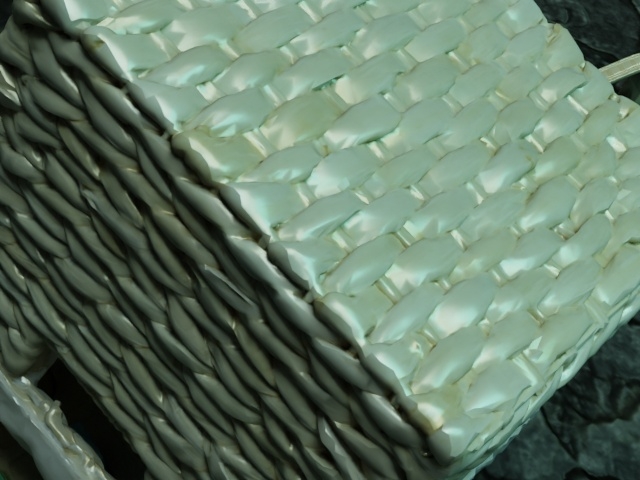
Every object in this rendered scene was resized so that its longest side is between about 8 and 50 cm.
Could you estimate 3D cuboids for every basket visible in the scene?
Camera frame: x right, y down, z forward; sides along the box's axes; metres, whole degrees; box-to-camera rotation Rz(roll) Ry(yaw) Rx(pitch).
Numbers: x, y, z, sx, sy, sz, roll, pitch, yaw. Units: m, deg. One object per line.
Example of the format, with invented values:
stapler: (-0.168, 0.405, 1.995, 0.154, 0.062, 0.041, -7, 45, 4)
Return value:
basket: (0.000, 0.000, 0.736, 0.328, 0.266, 0.331, 48, 44, 10)

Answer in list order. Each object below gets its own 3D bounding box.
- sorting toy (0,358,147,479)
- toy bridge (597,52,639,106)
sorting toy: (-0.195, 0.127, 0.770, 0.196, 0.047, 0.348, -27, 55, -23)
toy bridge: (0.307, -0.152, 1.217, 0.188, 0.063, 0.026, -7, 55, -26)
